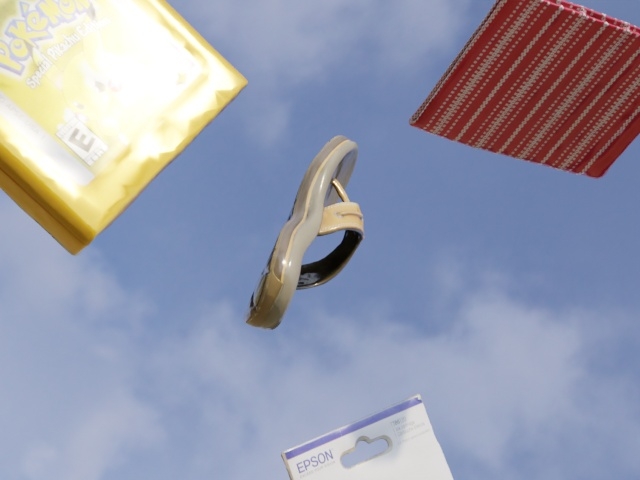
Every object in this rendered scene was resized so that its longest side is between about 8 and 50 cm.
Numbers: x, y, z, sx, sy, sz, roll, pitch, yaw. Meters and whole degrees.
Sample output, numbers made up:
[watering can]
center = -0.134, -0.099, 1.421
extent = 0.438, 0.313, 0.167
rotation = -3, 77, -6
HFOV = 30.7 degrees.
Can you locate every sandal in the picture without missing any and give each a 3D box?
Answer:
[sandal]
center = 0.000, 0.000, 0.711
extent = 0.049, 0.180, 0.072
rotation = 22, -57, 0

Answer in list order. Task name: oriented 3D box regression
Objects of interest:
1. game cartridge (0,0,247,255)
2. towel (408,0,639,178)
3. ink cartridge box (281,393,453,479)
[game cartridge]
center = -0.266, -0.187, 1.155
extent = 0.324, 0.285, 0.053
rotation = 45, -37, -9
[towel]
center = 0.254, -0.162, 1.237
extent = 0.275, 0.031, 0.199
rotation = 12, -48, -30
[ink cartridge box]
center = 0.072, 0.310, 0.969
extent = 0.065, 0.165, 0.332
rotation = -28, -101, 51
